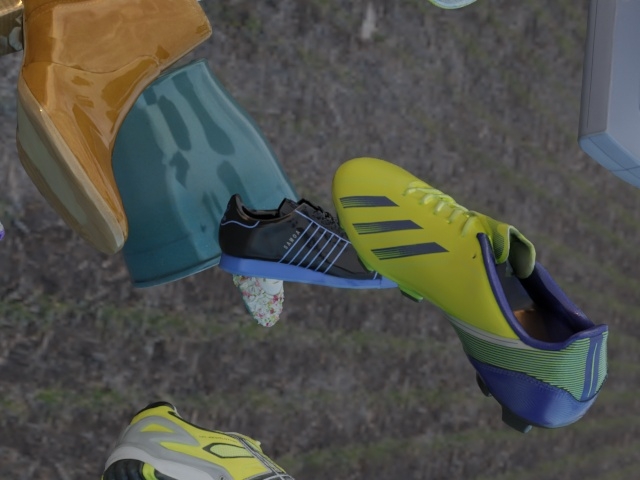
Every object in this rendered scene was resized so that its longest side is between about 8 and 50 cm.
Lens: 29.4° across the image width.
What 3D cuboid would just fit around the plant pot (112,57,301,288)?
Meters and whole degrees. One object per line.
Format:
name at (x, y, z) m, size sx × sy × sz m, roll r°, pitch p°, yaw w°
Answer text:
plant pot at (-0.194, -0.106, 1.709) m, size 0.271 × 0.272 × 0.255 m, roll -41°, pitch 111°, yaw -55°

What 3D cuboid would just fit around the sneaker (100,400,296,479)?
sneaker at (-0.065, 0.306, 1.424) m, size 0.385 × 0.145 × 0.147 m, roll 33°, pitch 35°, yaw -19°

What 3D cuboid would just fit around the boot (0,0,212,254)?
boot at (-0.178, -0.144, 1.075) m, size 0.211 × 0.295 × 0.104 m, roll -27°, pitch 160°, yaw -28°

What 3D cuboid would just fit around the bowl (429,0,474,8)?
bowl at (0.144, -0.437, 1.443) m, size 0.289 × 0.156 × 0.289 m, roll -40°, pitch 148°, yaw -31°

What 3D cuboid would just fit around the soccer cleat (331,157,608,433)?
soccer cleat at (0.110, 0.012, 0.907) m, size 0.093 × 0.289 × 0.121 m, roll -16°, pitch 138°, yaw -30°

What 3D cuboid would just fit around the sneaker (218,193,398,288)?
sneaker at (0.000, 0.000, 1.392) m, size 0.081 × 0.232 × 0.090 m, roll -109°, pitch -156°, yaw -77°

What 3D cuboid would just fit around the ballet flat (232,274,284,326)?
ballet flat at (-0.104, 0.019, 1.923) m, size 0.091 × 0.077 × 0.241 m, roll -27°, pitch 97°, yaw -53°

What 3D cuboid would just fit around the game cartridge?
game cartridge at (0.380, -0.141, 1.279) m, size 0.294 × 0.060 × 0.196 m, roll 14°, pitch 75°, yaw -36°

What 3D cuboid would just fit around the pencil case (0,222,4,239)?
pencil case at (-0.472, -0.082, 1.558) m, size 0.088 × 0.086 × 0.206 m, roll -18°, pitch 79°, yaw -24°
